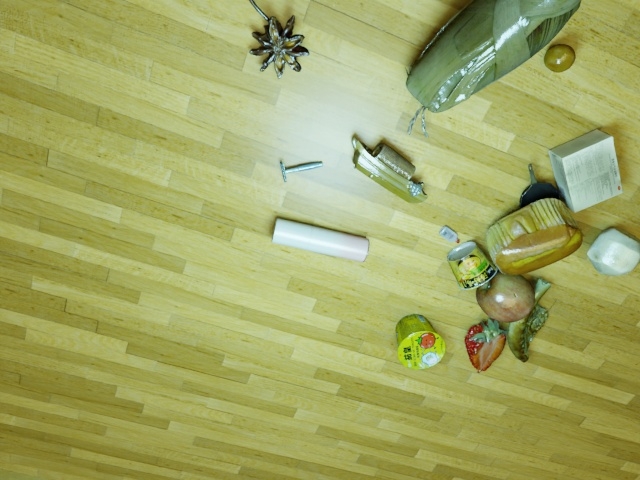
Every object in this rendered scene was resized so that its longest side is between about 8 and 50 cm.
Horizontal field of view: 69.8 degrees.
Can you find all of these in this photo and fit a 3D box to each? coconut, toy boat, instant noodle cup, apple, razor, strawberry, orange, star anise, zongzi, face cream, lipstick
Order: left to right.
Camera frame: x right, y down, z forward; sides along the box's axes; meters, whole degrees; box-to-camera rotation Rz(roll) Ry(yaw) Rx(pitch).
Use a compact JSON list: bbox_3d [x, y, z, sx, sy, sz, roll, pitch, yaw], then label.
[{"bbox_3d":[-0.117,-0.576,1.285,0.178,0.073,0.233,5,134,5],"label":"star anise"},{"bbox_3d":[-0.059,-0.235,1.490,0.135,0.040,0.068,-12,117,-1],"label":"razor"},{"bbox_3d":[0.000,0.000,1.580,0.327,0.087,0.087,13,116,-8],"label":"lipstick"},{"bbox_3d":[0.225,-0.228,1.471,0.310,0.089,0.115,31,109,-16],"label":"toy boat"},{"bbox_3d":[0.369,0.377,1.755,0.183,0.144,0.182,-1,116,-3],"label":"instant noodle cup"},{"bbox_3d":[0.460,-0.016,1.625,0.083,0.021,0.040,34,111,-17],"label":"face cream"},{"bbox_3d":[0.526,0.083,1.619,0.152,0.151,0.122,-31,102,13],"label":"instant noodle cup"},{"bbox_3d":[0.379,-0.482,1.146,0.500,0.467,0.218,-37,91,17],"label":"zongzi"},{"bbox_3d":[0.649,0.412,1.814,0.175,0.098,0.228,-26,128,-7],"label":"strawberry"},{"bbox_3d":[0.661,0.198,1.651,0.174,0.188,0.188,29,112,-13],"label":"apple"},{"bbox_3d":[0.698,-0.533,1.342,0.085,0.085,0.084,-1,117,-2],"label":"orange"},{"bbox_3d":[1.027,0.047,1.603,0.161,0.161,0.162,19,117,-11],"label":"coconut"}]

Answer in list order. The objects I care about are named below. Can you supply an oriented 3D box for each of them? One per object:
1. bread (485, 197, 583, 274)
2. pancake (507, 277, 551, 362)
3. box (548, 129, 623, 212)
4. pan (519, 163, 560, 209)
[{"bbox_3d":[0.712,0.003,1.533,0.288,0.156,0.204,-24,133,19],"label":"bread"},{"bbox_3d":[0.807,0.314,1.754,0.198,0.054,0.376,-16,122,-23],"label":"pancake"},{"bbox_3d":[0.863,-0.225,1.492,0.168,0.095,0.211,-23,116,11],"label":"box"},{"bbox_3d":[0.734,-0.172,1.540,0.129,0.048,0.201,-4,119,-1],"label":"pan"}]
